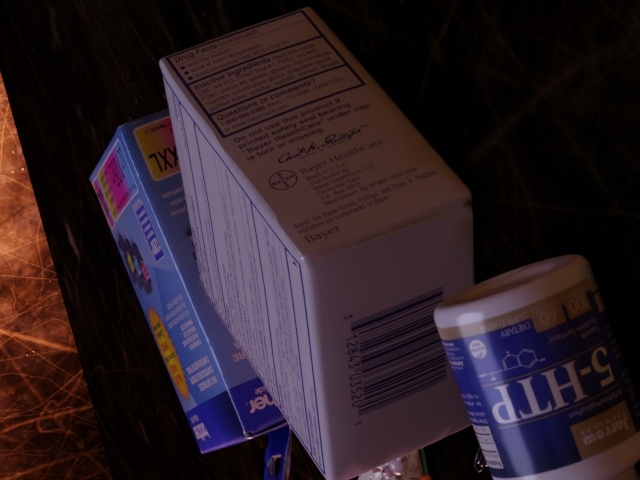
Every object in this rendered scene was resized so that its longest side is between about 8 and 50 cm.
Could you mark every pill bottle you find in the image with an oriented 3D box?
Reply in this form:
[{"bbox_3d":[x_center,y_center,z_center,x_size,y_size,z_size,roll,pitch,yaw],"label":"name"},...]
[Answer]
[{"bbox_3d":[0.158,0.114,1.315,0.187,0.112,0.112,69,165,-4],"label":"pill bottle"}]

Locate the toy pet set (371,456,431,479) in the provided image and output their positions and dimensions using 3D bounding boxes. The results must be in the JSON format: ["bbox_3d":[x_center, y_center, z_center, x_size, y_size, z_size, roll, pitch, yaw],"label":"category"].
[{"bbox_3d":[0.049,0.177,1.774,0.122,0.065,0.114,55,131,35],"label":"toy pet set"}]

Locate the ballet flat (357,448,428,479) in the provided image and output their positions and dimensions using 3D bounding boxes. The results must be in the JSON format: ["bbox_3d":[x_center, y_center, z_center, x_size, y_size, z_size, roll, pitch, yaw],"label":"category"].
[{"bbox_3d":[0.073,0.246,1.858,0.073,0.067,0.206,-151,42,-68],"label":"ballet flat"}]

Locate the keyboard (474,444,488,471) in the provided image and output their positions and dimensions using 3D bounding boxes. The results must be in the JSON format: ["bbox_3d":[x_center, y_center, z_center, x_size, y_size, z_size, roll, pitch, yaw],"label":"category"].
[{"bbox_3d":[0.168,0.189,1.535,0.201,0.033,0.317,55,159,41],"label":"keyboard"}]

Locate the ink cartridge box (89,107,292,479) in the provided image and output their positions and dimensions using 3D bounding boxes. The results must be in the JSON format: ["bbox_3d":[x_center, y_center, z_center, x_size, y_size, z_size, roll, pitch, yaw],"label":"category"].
[{"bbox_3d":[-0.088,0.066,2.025,0.395,0.151,0.270,66,164,4],"label":"ink cartridge box"}]

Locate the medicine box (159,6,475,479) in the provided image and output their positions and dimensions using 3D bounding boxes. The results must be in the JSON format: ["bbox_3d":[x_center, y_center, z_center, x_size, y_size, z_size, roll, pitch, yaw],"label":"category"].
[{"bbox_3d":[0.000,0.000,1.626,0.263,0.149,0.289,84,159,-43],"label":"medicine box"}]
